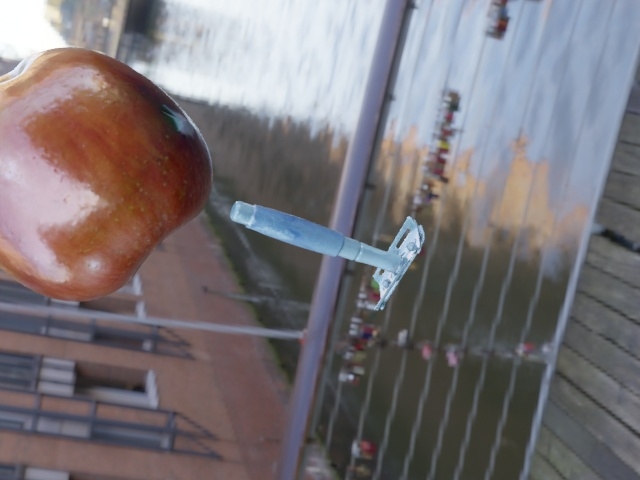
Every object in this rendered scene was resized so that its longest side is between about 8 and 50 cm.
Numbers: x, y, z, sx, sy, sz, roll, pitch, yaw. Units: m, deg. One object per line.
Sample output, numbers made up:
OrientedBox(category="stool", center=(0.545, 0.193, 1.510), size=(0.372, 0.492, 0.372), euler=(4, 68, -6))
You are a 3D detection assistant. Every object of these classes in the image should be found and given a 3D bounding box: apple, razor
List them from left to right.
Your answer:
OrientedBox(category="apple", center=(-0.186, -0.055, 0.797), size=(0.199, 0.199, 0.199), euler=(-169, 90, -76))
OrientedBox(category="razor", center=(0.000, 0.000, 0.758), size=(0.040, 0.135, 0.068), euler=(-96, 29, -52))
